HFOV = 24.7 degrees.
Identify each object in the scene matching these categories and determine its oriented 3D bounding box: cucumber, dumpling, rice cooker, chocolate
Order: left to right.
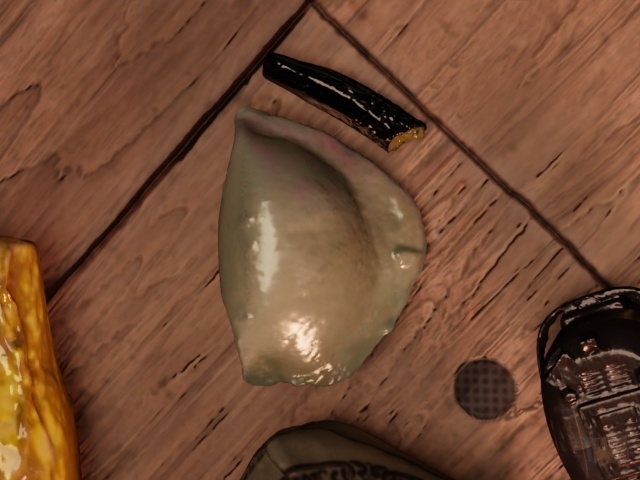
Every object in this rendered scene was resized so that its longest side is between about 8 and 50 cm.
[{"bbox_3d":[-0.256,0.218,1.146,0.162,0.162,0.446,2,95,15],"label":"chocolate"},{"bbox_3d":[-0.010,0.002,1.098,0.105,0.149,0.217,-13,85,54],"label":"dumpling"},{"bbox_3d":[0.017,-0.109,1.103,0.134,0.033,0.034,34,65,10],"label":"cucumber"},{"bbox_3d":[0.217,0.118,1.036,0.112,0.106,0.165,-22,101,19],"label":"rice cooker"}]

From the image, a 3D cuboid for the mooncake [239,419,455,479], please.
[{"bbox_3d":[0.022,0.272,1.088,0.250,0.136,0.254,28,103,7],"label":"mooncake"}]
